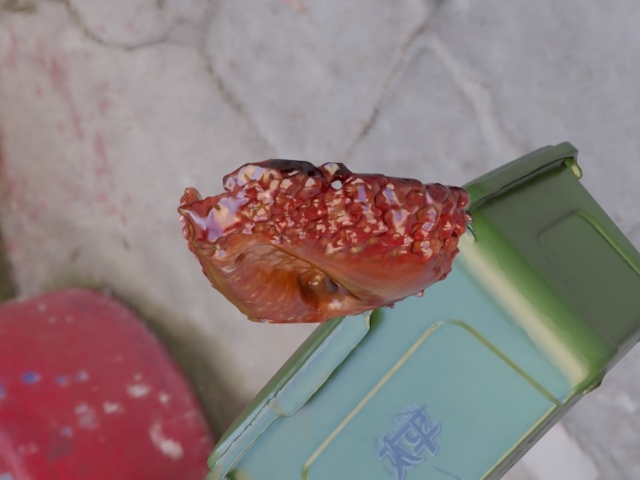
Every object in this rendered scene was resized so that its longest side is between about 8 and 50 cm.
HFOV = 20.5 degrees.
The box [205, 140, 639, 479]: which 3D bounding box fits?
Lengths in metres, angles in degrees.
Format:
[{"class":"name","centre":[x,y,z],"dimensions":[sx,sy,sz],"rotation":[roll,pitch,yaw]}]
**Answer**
[{"class":"box","centre":[0.097,0.102,1.315],"dimensions":[0.178,0.253,0.328],"rotation":[47,119,9]}]

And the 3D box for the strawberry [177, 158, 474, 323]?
[{"class":"strawberry","centre":[0.000,0.003,0.631],"dimensions":[0.104,0.152,0.048],"rotation":[-12,82,29]}]
